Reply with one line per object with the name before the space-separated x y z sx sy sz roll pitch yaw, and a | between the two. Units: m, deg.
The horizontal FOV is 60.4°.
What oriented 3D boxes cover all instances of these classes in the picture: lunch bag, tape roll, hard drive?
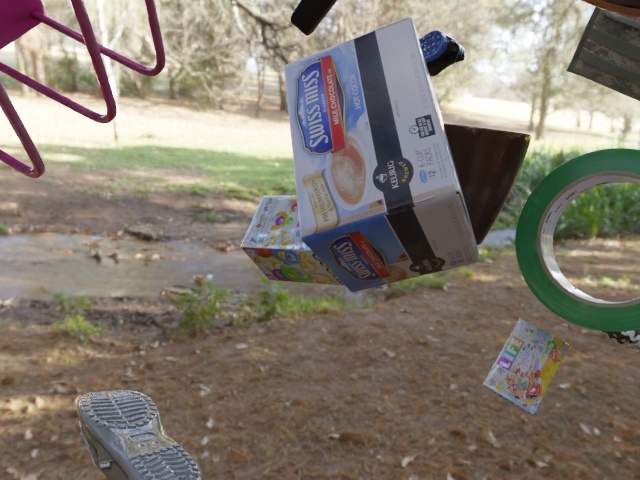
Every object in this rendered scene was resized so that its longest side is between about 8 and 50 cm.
lunch bag | 0.697 -0.455 1.147 0.235 0.287 0.169 33 61 20
tape roll | 0.520 0.001 0.982 0.321 0.321 0.077 16 5 39
hard drive | 0.033 -0.228 0.421 0.022 0.135 0.094 37 -29 -13

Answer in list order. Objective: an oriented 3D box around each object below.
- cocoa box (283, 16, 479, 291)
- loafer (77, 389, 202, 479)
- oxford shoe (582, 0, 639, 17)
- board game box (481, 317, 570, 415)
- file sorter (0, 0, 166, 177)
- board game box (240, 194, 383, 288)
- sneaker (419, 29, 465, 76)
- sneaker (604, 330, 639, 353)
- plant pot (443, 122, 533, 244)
cocoa box | 0.094 -0.130 0.894 0.228 0.347 0.231 -16 -30 16
loafer | -0.227 0.254 0.643 0.094 0.087 0.251 7 9 -38
oxford shoe | 0.287 -0.350 0.606 0.271 0.097 0.098 42 15 6
board game box | 0.395 0.242 1.059 0.103 0.154 0.026 29 -16 20
file sorter | -0.264 -0.128 0.349 0.182 0.202 0.290 29 60 13
board game box | 0.000 0.000 1.161 0.275 0.144 0.142 2 -33 29
sneaker | 0.207 -0.387 1.209 0.090 0.081 0.232 12 -8 -37
sneaker | 0.799 0.238 1.309 0.234 0.106 0.078 36 -12 7
plant pot | 0.295 -0.113 1.117 0.215 0.230 0.215 7 12 -2
